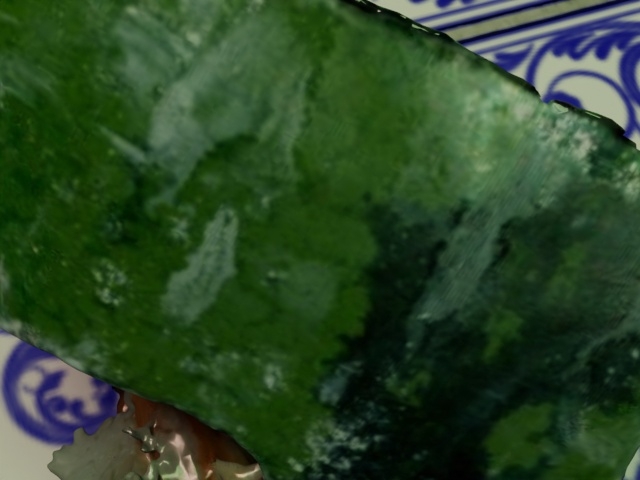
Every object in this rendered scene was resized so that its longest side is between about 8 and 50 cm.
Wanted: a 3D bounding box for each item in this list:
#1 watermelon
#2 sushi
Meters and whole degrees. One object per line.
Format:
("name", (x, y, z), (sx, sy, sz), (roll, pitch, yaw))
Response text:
("watermelon", (-0.006, 0.013, 0.469), (0.264, 0.302, 0.151), (25, 87, -1))
("sushi", (-0.043, 0.133, 0.465), (0.103, 0.097, 0.226), (-27, 66, -19))
